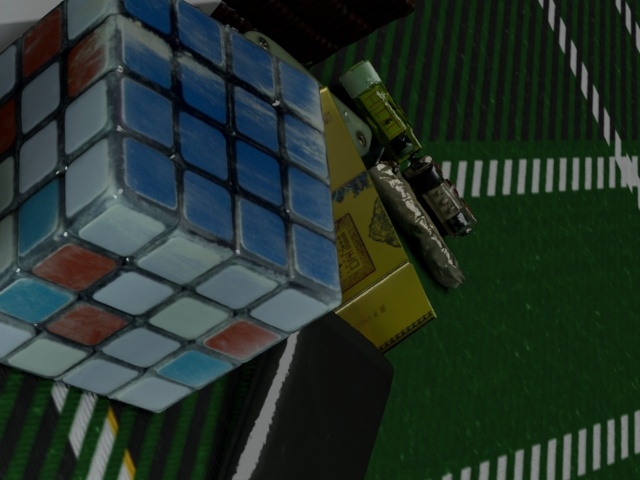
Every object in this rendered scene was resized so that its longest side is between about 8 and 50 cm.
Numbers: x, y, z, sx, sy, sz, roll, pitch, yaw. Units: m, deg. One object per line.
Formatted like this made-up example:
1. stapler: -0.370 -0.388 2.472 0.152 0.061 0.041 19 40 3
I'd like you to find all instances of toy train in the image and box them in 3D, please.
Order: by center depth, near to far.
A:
1. toy train: 0.107 -0.107 1.955 0.250 0.053 0.085 55 4 -4

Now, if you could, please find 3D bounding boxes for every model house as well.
1. model house: -0.058 -0.354 1.792 0.317 0.297 0.282 39 81 -36

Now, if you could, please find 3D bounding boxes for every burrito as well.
1. burrito: 0.114 -0.020 1.929 0.185 0.041 0.045 56 -9 -2

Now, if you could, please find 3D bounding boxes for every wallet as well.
1. wallet: -0.014 0.188 1.551 0.168 0.052 0.245 41 53 -31

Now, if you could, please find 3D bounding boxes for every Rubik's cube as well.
1. Rubik's cube: -0.161 -0.035 1.379 0.259 0.253 0.256 25 45 -38

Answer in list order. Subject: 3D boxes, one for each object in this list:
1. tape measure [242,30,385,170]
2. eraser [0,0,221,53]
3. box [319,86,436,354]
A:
1. tape measure: -0.030 -0.096 1.731 0.235 0.115 0.207 40 35 -26
2. eraser: -0.234 -0.229 1.559 0.298 0.078 0.076 -15 68 -48
3. box: 0.000 -0.001 1.638 0.153 0.041 0.279 -34 108 -26
